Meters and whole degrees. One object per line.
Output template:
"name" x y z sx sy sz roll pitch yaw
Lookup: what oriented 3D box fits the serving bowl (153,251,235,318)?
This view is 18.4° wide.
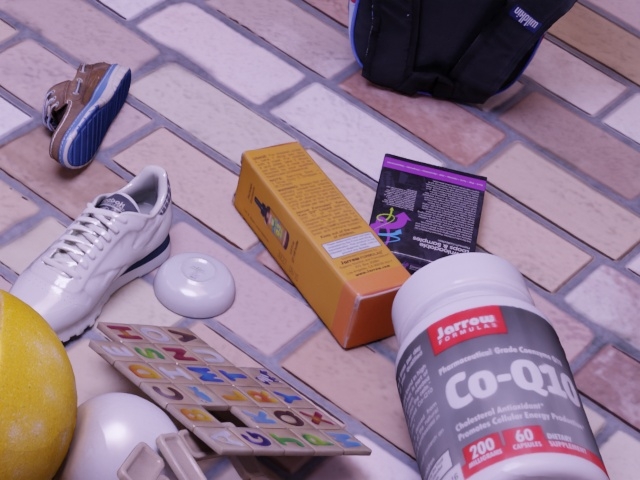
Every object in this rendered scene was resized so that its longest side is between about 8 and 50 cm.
"serving bowl" -0.124 0.039 1.967 0.083 0.027 0.083 8 42 -7

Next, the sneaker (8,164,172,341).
"sneaker" -0.228 0.012 1.919 0.090 0.095 0.235 30 45 15

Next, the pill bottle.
"pill bottle" 0.158 0.154 1.818 0.161 0.161 0.283 1 43 -15

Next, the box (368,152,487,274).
"box" 0.111 -0.023 2.103 0.116 0.029 0.162 14 40 1

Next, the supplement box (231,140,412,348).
"supplement box" 0.000 0.000 2.009 0.080 0.078 0.233 -17 51 -31

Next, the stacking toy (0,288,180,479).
"stacking toy" -0.331 0.134 1.664 0.480 0.350 0.351 24 37 -21

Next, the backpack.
"backpack" 0.148 -0.295 2.242 0.276 0.263 0.213 17 35 -4

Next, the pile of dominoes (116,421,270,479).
"pile of dominoes" -0.074 0.270 1.645 0.251 0.040 0.196 55 25 19

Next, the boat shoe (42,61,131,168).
"boat shoe" -0.260 -0.134 2.101 0.066 0.066 0.183 14 31 7

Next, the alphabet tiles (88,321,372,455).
"alphabet tiles" -0.094 0.135 1.811 0.198 0.009 0.237 7 22 -48
